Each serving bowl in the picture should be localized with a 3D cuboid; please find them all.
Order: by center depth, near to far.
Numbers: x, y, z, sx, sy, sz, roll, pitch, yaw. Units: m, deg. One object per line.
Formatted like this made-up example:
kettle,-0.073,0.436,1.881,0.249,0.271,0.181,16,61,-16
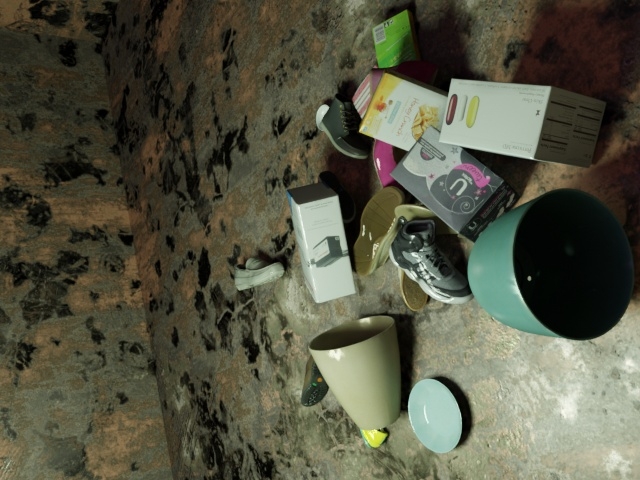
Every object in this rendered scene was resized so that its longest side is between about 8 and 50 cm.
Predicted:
serving bowl,0.021,-0.399,2.090,0.083,0.027,0.083,5,97,54

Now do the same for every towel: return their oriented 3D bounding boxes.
towel,0.173,-0.400,1.886,0.144,0.029,0.197,-51,55,42

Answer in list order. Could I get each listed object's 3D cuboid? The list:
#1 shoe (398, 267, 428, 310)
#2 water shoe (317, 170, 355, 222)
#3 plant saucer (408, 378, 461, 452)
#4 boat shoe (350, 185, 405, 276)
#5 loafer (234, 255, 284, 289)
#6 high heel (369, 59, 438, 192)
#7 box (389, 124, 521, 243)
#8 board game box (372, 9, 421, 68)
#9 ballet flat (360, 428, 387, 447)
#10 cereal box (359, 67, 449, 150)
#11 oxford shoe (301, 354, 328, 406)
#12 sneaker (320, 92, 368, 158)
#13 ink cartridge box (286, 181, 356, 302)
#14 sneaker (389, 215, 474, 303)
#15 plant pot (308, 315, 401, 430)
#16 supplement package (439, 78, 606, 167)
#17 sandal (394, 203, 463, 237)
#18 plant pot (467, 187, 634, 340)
shoe,0.254,0.085,1.779,0.058,0.077,0.219,25,-124,-81
water shoe,0.054,-0.130,2.043,0.080,0.073,0.203,95,153,-60
plant saucer,0.316,0.467,1.723,0.195,0.037,0.195,6,97,54
boat shoe,0.178,-0.030,1.827,0.109,0.098,0.302,42,131,31
loafer,-0.240,0.113,2.405,0.319,0.112,0.111,-19,85,53
high heel,0.238,-0.285,1.720,0.181,0.127,0.377,3,118,29
box,0.320,-0.135,1.535,0.163,0.142,0.247,-51,57,13
board game box,0.220,-0.495,1.787,0.124,0.039,0.259,-16,76,39
ballet flat,0.132,0.518,1.962,0.077,0.077,0.231,-45,57,20
cereal box,0.240,-0.314,1.633,0.047,0.240,0.173,-82,13,-57
oxford shoe,-0.017,0.461,2.162,0.096,0.083,0.227,-117,40,-58
sneaker,0.082,-0.347,1.949,0.222,0.083,0.118,50,134,32
ink cartridge box,0.000,0.000,1.929,0.223,0.129,0.307,-127,25,-71
sneaker,0.283,0.043,1.631,0.268,0.101,0.153,38,147,32
plant pot,0.129,0.388,1.833,0.256,0.256,0.274,-10,100,54
supplement package,0.428,-0.254,1.385,0.262,0.204,0.145,23,107,51
sandal,0.318,-0.066,1.672,0.240,0.079,0.088,13,134,34
plant pot,0.447,0.059,1.331,0.235,0.293,0.293,159,106,-68
